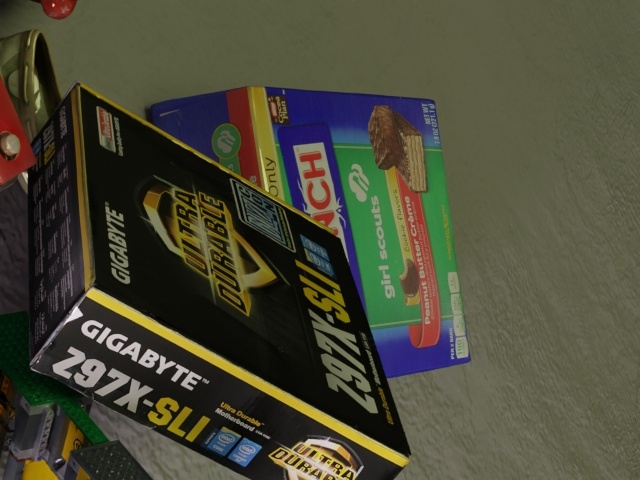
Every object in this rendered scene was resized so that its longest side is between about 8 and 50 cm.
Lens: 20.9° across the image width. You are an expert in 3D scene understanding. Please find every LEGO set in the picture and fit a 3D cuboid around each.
[{"bbox_3d":[-0.230,0.200,1.073,0.255,0.331,0.192,-15,132,-46],"label":"LEGO set"}]

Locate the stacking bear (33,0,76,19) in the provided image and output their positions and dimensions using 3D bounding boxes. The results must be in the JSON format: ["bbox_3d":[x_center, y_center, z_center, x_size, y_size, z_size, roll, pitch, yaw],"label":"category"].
[{"bbox_3d":[-0.243,-0.308,1.297,0.289,0.164,0.175,63,36,-30],"label":"stacking bear"}]

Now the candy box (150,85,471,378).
[{"bbox_3d":[0.000,0.000,1.590,0.317,0.122,0.268,-4,85,-56],"label":"candy box"}]

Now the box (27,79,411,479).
[{"bbox_3d":[-0.082,0.037,1.236,0.257,0.079,0.322,32,19,-23],"label":"box"}]

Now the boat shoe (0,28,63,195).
[{"bbox_3d":[-0.214,-0.089,1.359,0.056,0.048,0.153,-26,102,-56],"label":"boat shoe"}]

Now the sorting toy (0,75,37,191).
[{"bbox_3d":[-0.313,-0.117,1.180,0.257,0.089,0.255,-40,114,-53],"label":"sorting toy"}]
